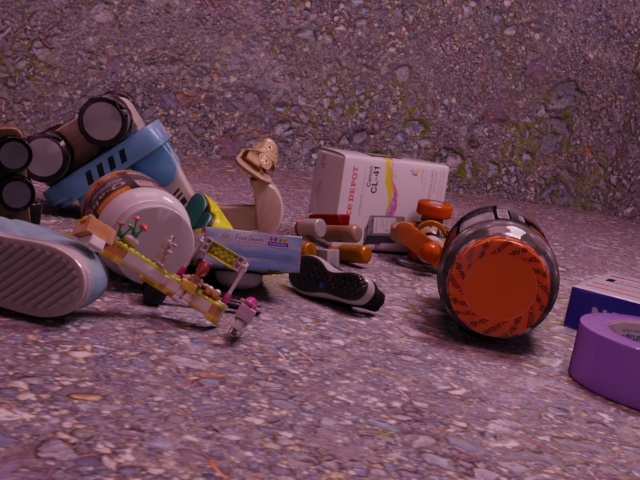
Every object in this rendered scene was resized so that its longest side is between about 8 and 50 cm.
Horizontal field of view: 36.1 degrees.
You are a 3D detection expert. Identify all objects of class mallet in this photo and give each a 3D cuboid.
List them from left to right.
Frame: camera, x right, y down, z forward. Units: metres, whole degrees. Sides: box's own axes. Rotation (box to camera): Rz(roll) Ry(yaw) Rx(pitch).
[{"bbox_3d":[-0.185,0.092,1.522,0.190,0.039,0.062,13,8,-5],"label":"mallet"}]

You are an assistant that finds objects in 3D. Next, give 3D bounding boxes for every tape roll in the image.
[{"bbox_3d":[0.530,0.193,1.517,0.275,0.090,0.275,10,9,-2],"label":"tape roll"}]

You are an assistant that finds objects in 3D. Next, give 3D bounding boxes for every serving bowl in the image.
[{"bbox_3d":[-0.141,0.069,1.683,0.083,0.027,0.083,4,-5,0],"label":"serving bowl"}]

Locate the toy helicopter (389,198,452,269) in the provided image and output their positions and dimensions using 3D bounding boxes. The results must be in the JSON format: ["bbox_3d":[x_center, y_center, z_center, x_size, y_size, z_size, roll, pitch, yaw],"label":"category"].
[{"bbox_3d":[0.312,0.019,2.172,0.355,0.140,0.235,19,15,30],"label":"toy helicopter"}]

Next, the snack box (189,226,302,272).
[{"bbox_3d":[-0.150,0.021,1.713,0.174,0.070,0.207,6,-7,-23],"label":"snack box"}]

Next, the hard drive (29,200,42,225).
[{"bbox_3d":[-0.721,-0.078,1.847,0.339,0.064,0.237,18,12,35],"label":"hard drive"}]

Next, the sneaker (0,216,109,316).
[{"bbox_3d":[-0.471,0.023,1.389,0.366,0.135,0.150,21,4,10],"label":"sneaker"}]

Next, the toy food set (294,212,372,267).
[{"bbox_3d":[0.000,0.000,2.032,0.104,0.111,0.232,2,4,38],"label":"toy food set"}]

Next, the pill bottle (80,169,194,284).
[{"bbox_3d":[-0.310,-0.022,1.667,0.162,0.162,0.278,6,10,-22],"label":"pill bottle"}]

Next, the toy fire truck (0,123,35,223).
[{"bbox_3d":[-0.569,-0.063,1.515,0.246,0.217,0.158,-5,15,-19],"label":"toy fire truck"}]

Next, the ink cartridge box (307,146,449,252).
[{"bbox_3d":[0.138,-0.091,2.344,0.306,0.226,0.131,3,11,-32],"label":"ink cartridge box"}]

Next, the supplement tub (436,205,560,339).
[{"bbox_3d":[0.313,0.054,1.739,0.207,0.207,0.338,12,10,7],"label":"supplement tub"}]

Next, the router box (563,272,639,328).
[{"bbox_3d":[0.684,0.153,1.924,0.335,0.082,0.301,16,11,29],"label":"router box"}]

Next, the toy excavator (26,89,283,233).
[{"bbox_3d":[-0.356,-0.126,2.131,0.433,0.445,0.222,-31,12,2],"label":"toy excavator"}]

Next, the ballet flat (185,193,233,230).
[{"bbox_3d":[-0.216,-0.033,1.943,0.077,0.077,0.231,29,5,-21],"label":"ballet flat"}]

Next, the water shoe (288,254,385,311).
[{"bbox_3d":[0.025,0.085,1.736,0.203,0.073,0.080,20,-13,46],"label":"water shoe"}]

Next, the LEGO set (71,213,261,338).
[{"bbox_3d":[-0.207,0.024,1.409,0.287,0.107,0.132,33,-8,-7],"label":"LEGO set"}]

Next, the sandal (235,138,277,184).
[{"bbox_3d":[-0.132,-0.189,2.137,0.088,0.079,0.240,30,8,-13],"label":"sandal"}]
